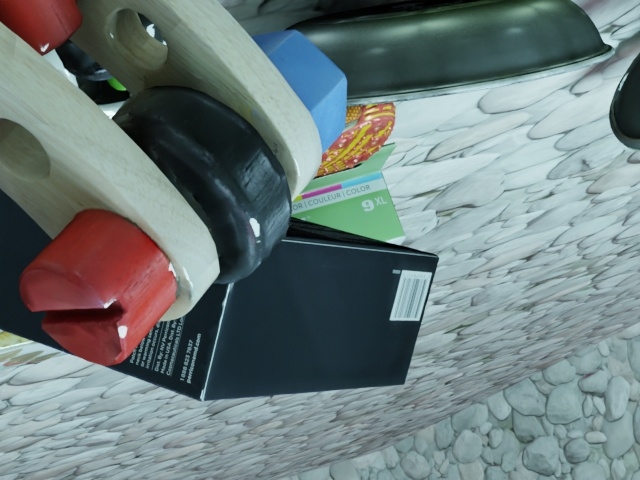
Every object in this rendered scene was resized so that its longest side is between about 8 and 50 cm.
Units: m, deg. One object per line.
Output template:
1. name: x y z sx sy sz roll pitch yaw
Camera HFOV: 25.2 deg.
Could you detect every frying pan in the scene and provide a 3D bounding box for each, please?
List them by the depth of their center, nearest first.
1. frying pan: 0.105 -0.115 0.796 0.326 0.053 0.197 -18 -165 -36

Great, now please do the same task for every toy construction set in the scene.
1. toy construction set: -0.173 -0.070 0.394 0.309 0.237 0.257 -37 -144 -17

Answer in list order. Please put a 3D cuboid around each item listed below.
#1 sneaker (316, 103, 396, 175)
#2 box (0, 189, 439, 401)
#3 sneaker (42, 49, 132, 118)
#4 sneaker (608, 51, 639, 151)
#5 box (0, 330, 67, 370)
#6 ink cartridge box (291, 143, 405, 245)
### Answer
1. sneaker: -0.019 -0.065 0.846 0.064 0.067 0.175 -11 178 -35
2. box: -0.067 0.027 0.916 0.184 0.103 0.261 18 -174 29
3. sneaker: -0.094 -0.070 0.755 0.083 0.071 0.190 -35 161 29
4. sneaker: 0.251 -0.140 0.963 0.118 0.083 0.222 -1 147 -41
5. box: -0.196 0.050 1.069 0.324 0.067 0.063 -11 164 -29
6. ink cartridge box: 0.000 0.000 1.156 0.109 0.062 0.209 -15 165 -17
